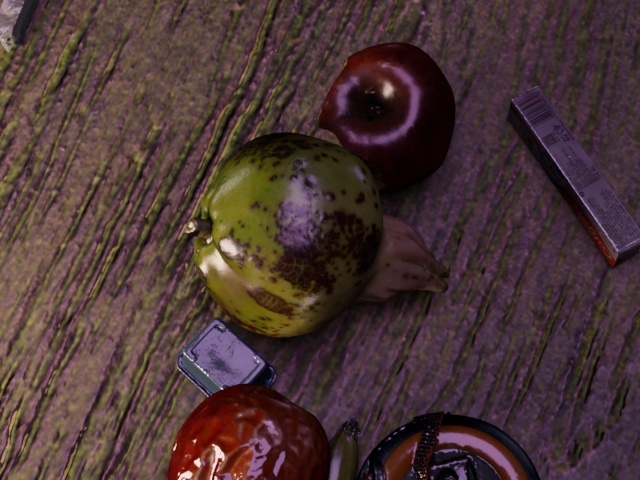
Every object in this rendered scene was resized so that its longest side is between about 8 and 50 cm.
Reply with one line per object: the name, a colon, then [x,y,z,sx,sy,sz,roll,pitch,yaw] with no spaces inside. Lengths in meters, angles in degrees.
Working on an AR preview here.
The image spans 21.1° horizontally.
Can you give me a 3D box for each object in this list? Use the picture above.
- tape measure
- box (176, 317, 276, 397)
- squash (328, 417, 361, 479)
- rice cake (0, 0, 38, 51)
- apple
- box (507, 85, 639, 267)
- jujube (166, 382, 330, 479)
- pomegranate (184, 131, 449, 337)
tape measure: [0.132,0.286,1.753,0.202,0.135,0.222,-14,72,-10]
box: [-0.101,0.132,1.846,0.099,0.054,0.074,42,73,12]
squash: [0.012,0.274,1.803,0.052,0.052,0.183,11,73,2]
rice cake: [-0.335,-0.319,2.000,0.034,0.043,0.210,15,71,11]
apple: [0.079,-0.131,1.887,0.147,0.158,0.156,-20,73,7]
box: [0.286,-0.072,1.926,0.040,0.055,0.218,-30,75,-10]
jujube: [-0.087,0.265,1.755,0.168,0.168,0.236,23,87,6]
pomegranate: [-0.003,0.016,1.814,0.276,0.222,0.204,39,61,-11]
